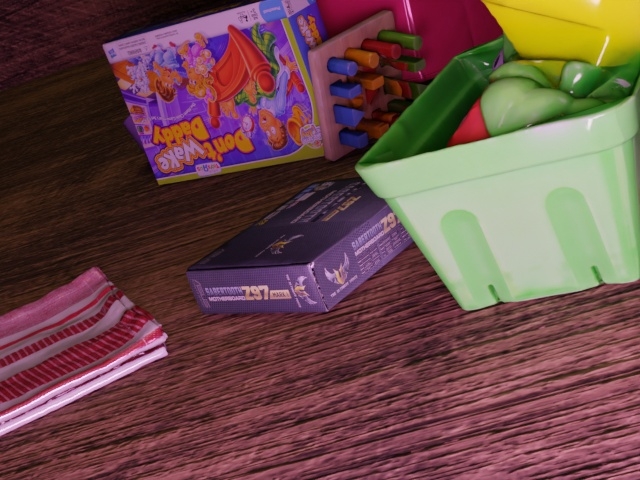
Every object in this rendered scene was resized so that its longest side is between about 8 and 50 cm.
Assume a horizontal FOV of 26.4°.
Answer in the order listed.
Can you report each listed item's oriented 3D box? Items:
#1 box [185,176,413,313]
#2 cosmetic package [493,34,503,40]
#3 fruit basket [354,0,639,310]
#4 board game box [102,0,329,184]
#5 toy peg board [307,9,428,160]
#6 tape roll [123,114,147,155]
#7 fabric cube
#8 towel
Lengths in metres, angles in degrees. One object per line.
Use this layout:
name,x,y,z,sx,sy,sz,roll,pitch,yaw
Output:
box,0.000,0.000,1.439,0.183,0.059,0.233,-3,25,43
cosmetic package,0.325,-0.211,1.619,0.231,0.117,0.085,-3,24,43
fruit basket,0.200,-0.172,1.217,0.283,0.392,0.392,-12,19,27
board game box,-0.131,-0.221,1.980,0.347,0.233,0.078,-8,21,38
toy peg board,0.076,-0.205,1.842,0.079,0.161,0.161,17,38,41
tape roll,-0.225,-0.215,2.239,0.189,0.080,0.189,-36,5,3
fabric cube,0.118,-0.378,2.071,0.254,0.258,0.259,-1,17,46
towel,-0.309,0.119,1.478,0.237,0.037,0.329,-26,18,-15
